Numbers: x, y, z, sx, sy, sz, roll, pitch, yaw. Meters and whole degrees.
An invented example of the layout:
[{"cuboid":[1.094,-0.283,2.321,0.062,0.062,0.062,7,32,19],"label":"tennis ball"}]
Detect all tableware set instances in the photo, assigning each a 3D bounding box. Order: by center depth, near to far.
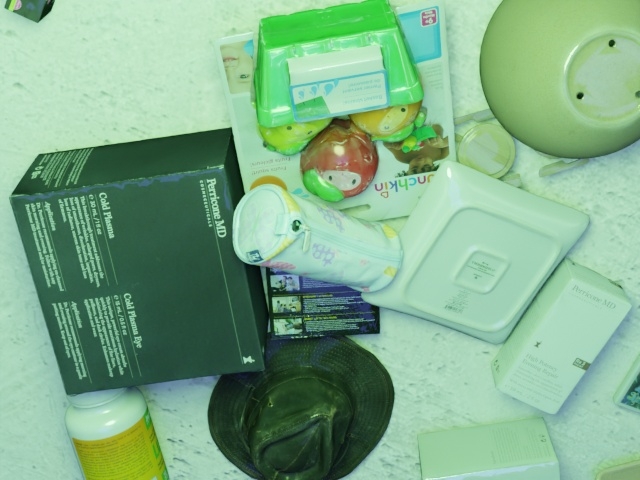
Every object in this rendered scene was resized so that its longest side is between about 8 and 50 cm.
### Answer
[{"cuboid":[0.301,-0.151,1.658,0.194,0.039,0.128,-17,103,2],"label":"tableware set"}]

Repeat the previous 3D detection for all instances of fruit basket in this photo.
[{"cuboid":[0.035,-0.159,1.587,0.327,0.165,0.353,-9,121,-1],"label":"fruit basket"}]

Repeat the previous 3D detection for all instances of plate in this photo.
[{"cuboid":[0.244,0.037,1.698,0.277,0.045,0.278,19,119,-22],"label":"plate"}]

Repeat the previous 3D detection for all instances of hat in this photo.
[{"cuboid":[-0.035,0.310,1.816,0.331,0.134,0.331,0,114,1],"label":"hat"}]

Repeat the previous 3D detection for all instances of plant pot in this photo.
[{"cuboid":[0.376,-0.236,1.515,0.284,0.191,0.284,0,107,-1],"label":"plant pot"}]

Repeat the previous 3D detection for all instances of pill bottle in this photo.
[{"cuboid":[-0.345,0.324,1.819,0.136,0.136,0.245,-10,114,5],"label":"pill bottle"}]

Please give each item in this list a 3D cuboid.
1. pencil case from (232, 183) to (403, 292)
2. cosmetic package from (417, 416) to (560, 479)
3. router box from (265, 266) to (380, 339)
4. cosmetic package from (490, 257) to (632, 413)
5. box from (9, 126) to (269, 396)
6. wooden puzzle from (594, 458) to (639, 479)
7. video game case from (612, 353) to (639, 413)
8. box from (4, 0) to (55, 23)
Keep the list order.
[{"cuboid":[0.000,0.000,1.584,0.124,0.113,0.273,-15,158,38],"label":"pencil case"},{"cuboid":[0.292,0.442,1.870,0.225,0.138,0.224,-9,114,3],"label":"cosmetic package"},{"cuboid":[0.005,0.087,1.757,0.179,0.046,0.133,-3,109,1],"label":"router box"},{"cuboid":[0.386,0.156,1.771,0.117,0.085,0.231,24,113,-11],"label":"cosmetic package"},{"cuboid":[-0.259,0.033,1.665,0.313,0.179,0.343,-7,114,4],"label":"box"},{"cuboid":[0.617,0.462,1.935,0.239,0.044,0.220,-19,113,4],"label":"wooden puzzle"},{"cuboid":[0.618,0.221,1.833,0.184,0.023,0.201,21,114,-9],"label":"video game case"},{"cuboid":[-0.403,-0.352,1.543,0.052,0.083,0.062,23,113,-10],"label":"box"}]
